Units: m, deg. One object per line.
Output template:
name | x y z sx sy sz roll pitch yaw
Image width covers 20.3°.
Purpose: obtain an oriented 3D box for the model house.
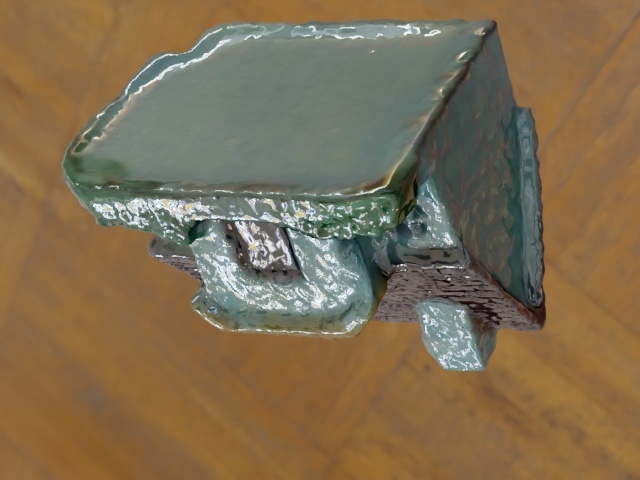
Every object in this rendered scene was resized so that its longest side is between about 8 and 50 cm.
model house | 0.000 0.000 1.278 0.280 0.230 0.249 4 128 28
